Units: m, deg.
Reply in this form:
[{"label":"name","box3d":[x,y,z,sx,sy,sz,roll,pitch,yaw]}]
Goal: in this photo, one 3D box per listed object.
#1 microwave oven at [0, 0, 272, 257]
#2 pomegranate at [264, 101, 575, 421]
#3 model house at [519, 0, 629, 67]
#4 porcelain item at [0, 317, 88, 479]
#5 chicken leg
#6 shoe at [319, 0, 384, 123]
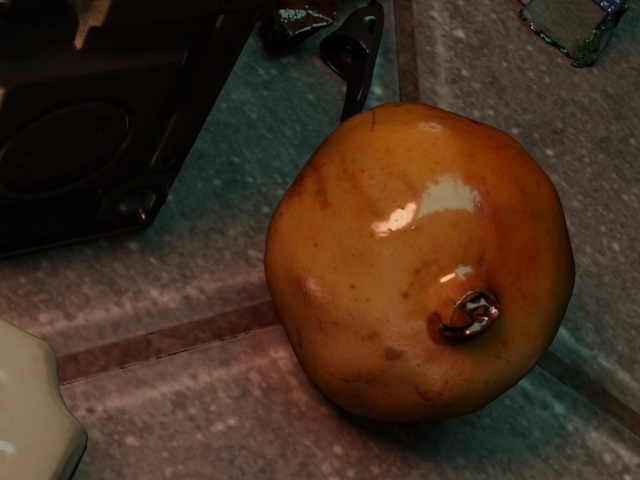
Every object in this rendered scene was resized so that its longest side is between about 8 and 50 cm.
[{"label":"microwave oven","box3d":[-0.231,-0.168,1.095,0.333,0.394,0.247,-12,61,-33]},{"label":"pomegranate","box3d":[0.077,0.022,1.201,0.264,0.264,0.264,14,50,-17]},{"label":"model house","box3d":[0.309,-0.300,1.649,0.119,0.149,0.148,37,49,2]},{"label":"porcelain item","box3d":[-0.321,0.158,0.957,0.286,0.157,0.281,28,49,-7]},{"label":"chicken leg","box3d":[0.033,-0.288,1.532,0.113,0.093,0.304,12,41,28]},{"label":"shoe","box3d":[0.026,-0.185,1.473,0.053,0.062,0.159,17,53,-12]}]
